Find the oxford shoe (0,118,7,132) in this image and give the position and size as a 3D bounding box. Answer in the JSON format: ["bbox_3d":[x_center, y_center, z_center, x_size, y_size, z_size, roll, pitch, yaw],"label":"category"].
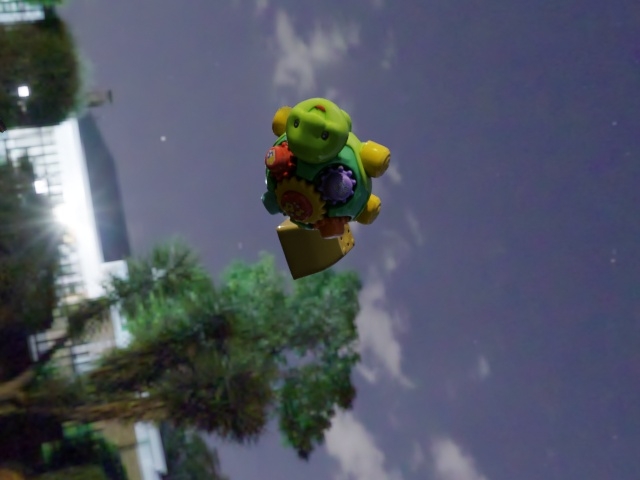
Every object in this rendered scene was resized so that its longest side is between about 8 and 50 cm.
[{"bbox_3d":[-0.483,-0.184,1.238,0.076,0.076,0.212,33,-7,36],"label":"oxford shoe"}]

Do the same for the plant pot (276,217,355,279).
[{"bbox_3d":[0.000,0.000,1.405,0.083,0.081,0.082,-10,-74,27],"label":"plant pot"}]

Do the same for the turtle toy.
[{"bbox_3d":[-0.003,-0.053,0.714,0.095,0.066,0.130,24,-42,14],"label":"turtle toy"}]
